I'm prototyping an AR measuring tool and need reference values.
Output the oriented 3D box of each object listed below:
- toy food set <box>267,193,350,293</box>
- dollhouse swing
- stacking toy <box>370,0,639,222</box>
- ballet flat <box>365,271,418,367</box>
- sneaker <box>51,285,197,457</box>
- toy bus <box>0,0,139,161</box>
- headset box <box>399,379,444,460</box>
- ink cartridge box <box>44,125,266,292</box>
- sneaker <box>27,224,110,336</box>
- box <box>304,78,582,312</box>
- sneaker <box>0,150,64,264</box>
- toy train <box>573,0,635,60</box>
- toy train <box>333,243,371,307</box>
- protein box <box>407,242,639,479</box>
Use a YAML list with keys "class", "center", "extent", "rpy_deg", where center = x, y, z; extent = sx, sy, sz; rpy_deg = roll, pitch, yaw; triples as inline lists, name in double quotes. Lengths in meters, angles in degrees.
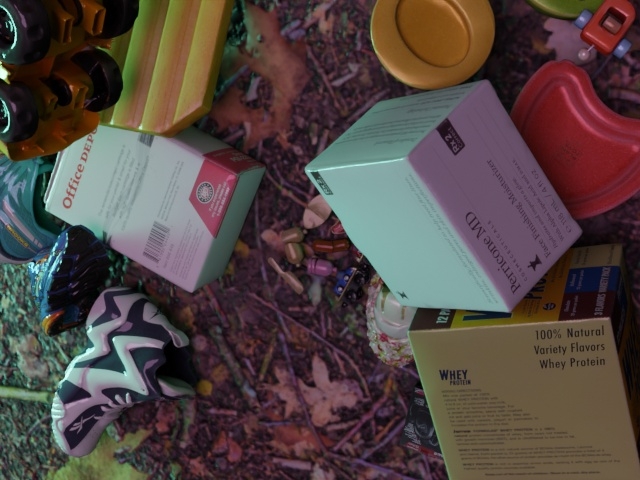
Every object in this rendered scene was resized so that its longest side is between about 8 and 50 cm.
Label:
- class: "toy food set"
  center: [0.000, 0.000, 1.348]
  extent: [0.078, 0.019, 0.122]
  rpy_deg: [46, 106, 7]
- class: "dollhouse swing"
  center: [-0.257, -0.321, 1.224]
  extent: [0.347, 0.315, 0.305]
  rpy_deg: [13, 73, 19]
- class: "stacking toy"
  center: [0.230, -0.183, 1.195]
  extent: [0.279, 0.130, 0.309]
  rpy_deg: [-41, 87, -2]
- class: "ballet flat"
  center: [0.097, 0.036, 1.283]
  extent: [0.091, 0.077, 0.241]
  rpy_deg: [22, 109, 16]
- class: "sneaker"
  center: [-0.229, 0.188, 1.438]
  extent: [0.153, 0.094, 0.235]
  rpy_deg: [28, 100, 23]
- class: "toy bus"
  center: [-0.313, -0.223, 1.192]
  extent: [0.211, 0.149, 0.220]
  rpy_deg: [34, 129, 21]
- class: "headset box"
  center: [0.129, 0.207, 1.331]
  extent: [0.062, 0.032, 0.083]
  rpy_deg: [17, 109, 19]
- class: "ink cartridge box"
  center: [-0.195, -0.063, 1.372]
  extent: [0.218, 0.092, 0.158]
  rpy_deg: [28, 110, 13]
- class: "sneaker"
  center: [-0.315, 0.039, 1.410]
  extent: [0.087, 0.083, 0.221]
  rpy_deg: [56, 147, 14]
- class: "box"
  center: [0.113, -0.038, 1.105]
  extent: [0.181, 0.119, 0.182]
  rpy_deg: [54, 155, -19]
- class: "sneaker"
  center: [-0.384, -0.108, 1.452]
  extent: [0.110, 0.107, 0.275]
  rpy_deg: [-10, 103, 4]
- class: "toy train"
  center: [0.248, -0.256, 1.110]
  extent: [0.166, 0.046, 0.125]
  rpy_deg: [41, 87, 3]
- class: "toy train"
  center: [0.054, 0.006, 1.321]
  extent: [0.036, 0.027, 0.158]
  rpy_deg: [33, 111, 16]
- class: "protein box"
  center: [0.218, 0.130, 1.192]
  extent: [0.200, 0.136, 0.201]
  rpy_deg: [-6, 118, 23]
